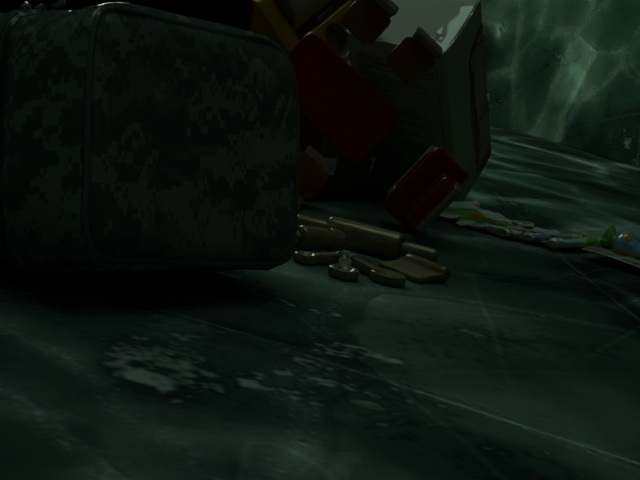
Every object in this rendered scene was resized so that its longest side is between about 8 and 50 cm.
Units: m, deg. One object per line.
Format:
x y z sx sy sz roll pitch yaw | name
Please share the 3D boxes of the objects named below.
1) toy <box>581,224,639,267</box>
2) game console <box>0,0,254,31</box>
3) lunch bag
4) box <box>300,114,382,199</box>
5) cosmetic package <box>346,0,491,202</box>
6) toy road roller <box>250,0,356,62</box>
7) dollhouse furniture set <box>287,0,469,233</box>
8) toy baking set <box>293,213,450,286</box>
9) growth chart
0.468 0.025 1.841 0.237 0.056 0.137 18 12 32 | toy
-0.245 -0.163 1.374 0.342 0.060 0.386 0 -25 -8 | game console
-0.196 -0.075 1.191 0.256 0.212 0.305 -3 -1 32 | lunch bag
-0.122 -0.166 1.984 0.381 0.143 0.191 18 11 23 | box
0.144 -0.203 2.033 0.153 0.296 0.129 18 54 23 | cosmetic package
-0.045 -0.262 2.171 0.241 0.329 0.202 -13 24 44 | toy road roller
0.054 -0.134 1.736 0.259 0.262 0.135 43 10 -5 | dollhouse furniture set
0.004 0.000 1.479 0.256 0.030 0.197 16 10 21 | toy baking set
0.251 -0.021 1.953 0.237 0.021 0.172 17 12 33 | growth chart
